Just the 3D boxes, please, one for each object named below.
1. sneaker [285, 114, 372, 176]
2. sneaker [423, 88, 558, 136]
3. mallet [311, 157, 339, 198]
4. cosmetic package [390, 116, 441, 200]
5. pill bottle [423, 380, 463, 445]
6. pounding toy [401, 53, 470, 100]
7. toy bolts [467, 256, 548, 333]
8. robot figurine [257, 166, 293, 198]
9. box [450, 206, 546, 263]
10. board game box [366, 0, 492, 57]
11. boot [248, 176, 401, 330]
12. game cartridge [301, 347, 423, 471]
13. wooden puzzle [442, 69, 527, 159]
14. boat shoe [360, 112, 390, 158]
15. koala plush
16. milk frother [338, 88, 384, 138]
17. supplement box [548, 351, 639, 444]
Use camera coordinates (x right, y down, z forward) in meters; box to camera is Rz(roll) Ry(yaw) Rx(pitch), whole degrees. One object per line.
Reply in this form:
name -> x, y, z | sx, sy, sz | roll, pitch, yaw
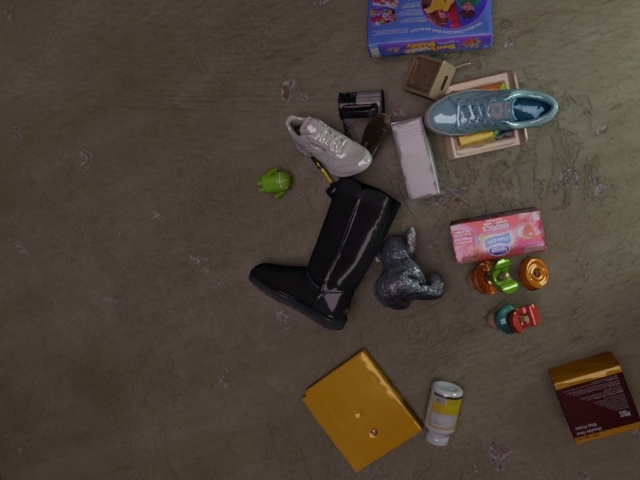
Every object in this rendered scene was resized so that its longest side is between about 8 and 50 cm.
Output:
sneaker -> 0.013, -0.288, 1.808 | 0.305, 0.152, 0.114 | 27, 78, 30
sneaker -> 0.477, -0.368, 1.679 | 0.366, 0.150, 0.135 | -7, 94, 3
mallet -> 0.001, -0.217, 1.927 | 0.062, 0.039, 0.189 | -43, 82, 14
cosmetic package -> 0.288, -0.243, 1.805 | 0.107, 0.127, 0.238 | -10, 93, 14
pill bottle -> 0.384, 0.547, 1.904 | 0.103, 0.103, 0.184 | 12, 101, 12
pounding toy -> 0.339, -0.485, 1.769 | 0.130, 0.100, 0.141 | 32, 106, 40
toy bolts -> 0.565, 0.163, 1.816 | 0.218, 0.158, 0.228 | -11, 87, -27
robot figurine -> -0.145, -0.189, 1.947 | 0.115, 0.067, 0.101 | -7, 124, 14
box -> 0.519, -0.015, 1.779 | 0.257, 0.128, 0.122 | -10, 95, 14
board game box -> 0.311, -0.662, 1.728 | 0.347, 0.078, 0.233 | 0, 79, 14
boot -> 0.002, 0.001, 1.877 | 0.367, 0.146, 0.445 | 26, 105, 19
game cartridge -> 0.133, 0.564, 2.000 | 0.285, 0.053, 0.323 | -38, 86, 16
wooden puzzle -> 0.473, -0.369, 1.783 | 0.239, 0.044, 0.221 | -11, 95, 15
boat shoe -> 0.166, -0.310, 1.829 | 0.068, 0.072, 0.190 | 45, 132, 15
koala plush -> 0.243, 0.078, 1.841 | 0.196, 0.203, 0.221 | -23, 63, 37
milk frother -> 0.128, -0.379, 1.849 | 0.135, 0.129, 0.143 | -1, 141, 14
supplement box -> 0.805, 0.463, 1.775 | 0.191, 0.129, 0.194 | -21, 92, 15
